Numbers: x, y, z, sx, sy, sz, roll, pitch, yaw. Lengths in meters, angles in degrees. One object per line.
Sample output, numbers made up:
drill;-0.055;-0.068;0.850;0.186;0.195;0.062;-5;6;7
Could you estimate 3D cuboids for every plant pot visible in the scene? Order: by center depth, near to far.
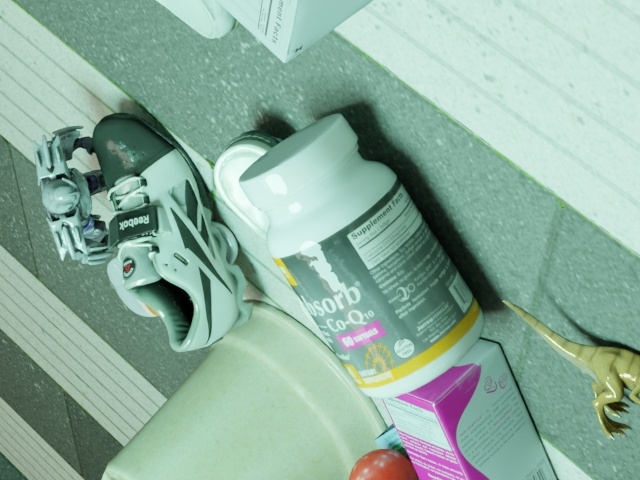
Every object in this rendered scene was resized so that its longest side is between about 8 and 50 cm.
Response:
plant pot;-0.119;0.305;2.136;0.334;0.305;0.334;38;152;25

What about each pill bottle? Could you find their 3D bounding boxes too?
pill bottle;0.041;0.016;1.651;0.278;0.162;0.162;56;154;-12

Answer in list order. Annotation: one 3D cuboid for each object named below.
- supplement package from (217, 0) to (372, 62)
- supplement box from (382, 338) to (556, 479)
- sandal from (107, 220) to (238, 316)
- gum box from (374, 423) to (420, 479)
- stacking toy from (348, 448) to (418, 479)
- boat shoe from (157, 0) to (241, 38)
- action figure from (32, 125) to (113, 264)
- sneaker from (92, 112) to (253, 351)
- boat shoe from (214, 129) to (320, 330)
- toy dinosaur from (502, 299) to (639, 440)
supplement package;-0.061;-0.307;1.414;0.244;0.134;0.139;44;154;15
supplement box;0.169;0.223;1.778;0.114;0.111;0.220;17;138;51
sandal;-0.190;0.031;2.166;0.265;0.076;0.102;-22;99;42
gum box;0.164;0.296;1.968;0.184;0.041;0.157;50;156;4
stacking toy;0.155;0.393;1.923;0.330;0.141;0.141;48;155;18
boat shoe;-0.211;-0.316;1.685;0.302;0.103;0.113;44;154;14
action figure;-0.327;-0.058;2.091;0.285;0.099;0.185;155;112;-86
sneaker;-0.214;-0.008;2.013;0.122;0.146;0.331;-26;97;39
boat shoe;0.000;0.000;1.814;0.319;0.116;0.099;50;-161;-15
toy dinosaur;0.284;0.128;1.542;0.211;0.064;0.112;19;123;34
